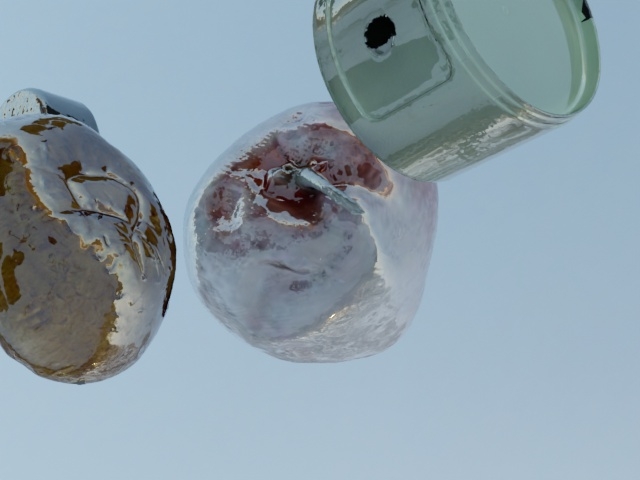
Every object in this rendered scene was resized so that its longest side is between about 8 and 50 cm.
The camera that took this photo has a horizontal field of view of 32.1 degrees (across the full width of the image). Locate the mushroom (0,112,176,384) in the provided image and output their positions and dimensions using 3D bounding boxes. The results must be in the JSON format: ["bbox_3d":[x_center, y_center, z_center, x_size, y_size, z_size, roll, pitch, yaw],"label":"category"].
[{"bbox_3d":[-0.194,-0.006,0.887,0.138,0.194,0.231,-39,-106,45],"label":"mushroom"}]

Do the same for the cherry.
[{"bbox_3d":[-0.009,0.007,1.337,0.291,0.326,0.335,32,-49,34],"label":"cherry"}]

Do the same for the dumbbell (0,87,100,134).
[{"bbox_3d":[-0.411,-0.088,1.155,0.203,0.322,0.204,-20,-117,47],"label":"dumbbell"}]

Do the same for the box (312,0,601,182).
[{"bbox_3d":[0.124,-0.183,0.997,0.149,0.226,0.226,-26,-90,43],"label":"box"}]
